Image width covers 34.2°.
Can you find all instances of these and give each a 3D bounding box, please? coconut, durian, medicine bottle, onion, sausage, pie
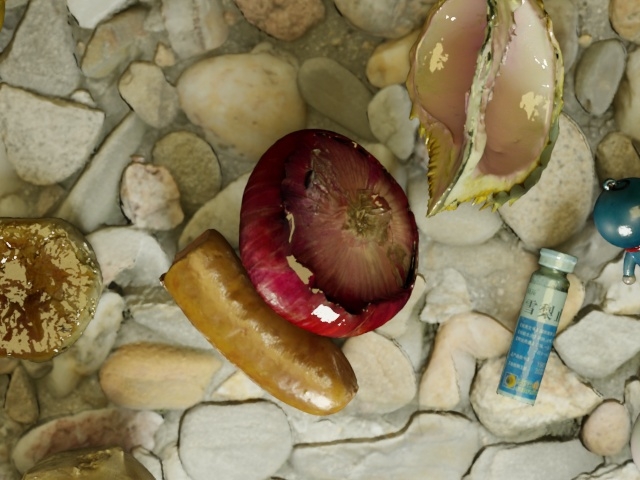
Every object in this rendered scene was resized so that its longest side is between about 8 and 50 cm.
[{"bbox_3d":[-0.266,0.320,1.193,0.194,0.194,0.194,0,92,-3],"label":"coconut"},{"bbox_3d":[0.210,-0.162,1.219,0.195,0.185,0.305,9,85,-30],"label":"durian"},{"bbox_3d":[0.266,0.105,1.275,0.051,0.051,0.191,17,92,-4],"label":"medicine bottle"},{"bbox_3d":[0.004,-0.005,1.187,0.161,0.248,0.248,-19,94,27],"label":"onion"},{"bbox_3d":[-0.070,0.108,1.229,0.270,0.109,0.109,42,89,-3],"label":"sausage"},{"bbox_3d":[-0.358,0.059,1.240,0.195,0.046,0.195,0,94,-3],"label":"pie"}]

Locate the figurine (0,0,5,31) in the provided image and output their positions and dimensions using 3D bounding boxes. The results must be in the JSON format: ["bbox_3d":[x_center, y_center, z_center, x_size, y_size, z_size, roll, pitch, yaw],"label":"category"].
[{"bbox_3d":[-0.477,-0.256,1.167,0.257,0.167,0.192,-9,107,19],"label":"figurine"}]

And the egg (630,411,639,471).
[{"bbox_3d":[0.436,0.236,1.264,0.103,0.103,0.135,30,87,-4],"label":"egg"}]

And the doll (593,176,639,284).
[{"bbox_3d":[0.389,-0.016,1.265,0.114,0.085,0.152,-39,104,10],"label":"doll"}]
